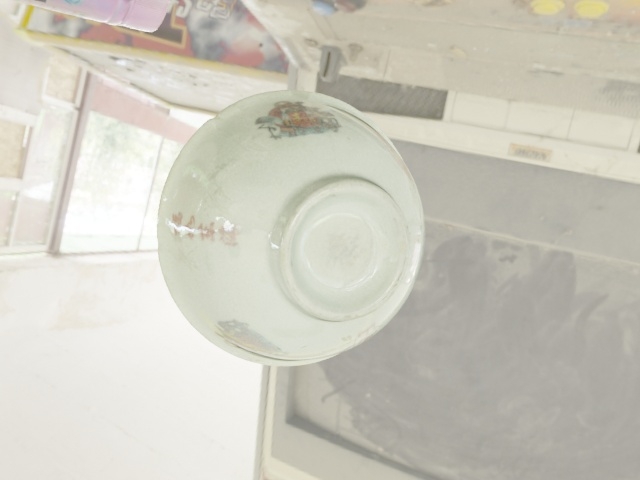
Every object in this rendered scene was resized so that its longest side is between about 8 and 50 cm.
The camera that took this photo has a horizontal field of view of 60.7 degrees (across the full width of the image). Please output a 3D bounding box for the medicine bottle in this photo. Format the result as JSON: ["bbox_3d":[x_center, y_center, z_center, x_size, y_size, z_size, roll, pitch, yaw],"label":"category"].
[{"bbox_3d":[-0.355,-0.402,0.780,0.254,0.152,0.152,0,-169,-37],"label":"medicine bottle"}]

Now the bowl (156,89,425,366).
[{"bbox_3d":[0.000,0.000,0.767,0.435,0.434,0.196,12,-177,-23],"label":"bowl"}]
